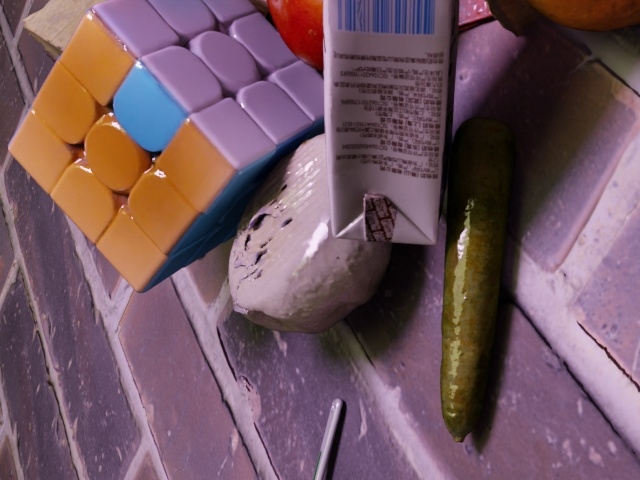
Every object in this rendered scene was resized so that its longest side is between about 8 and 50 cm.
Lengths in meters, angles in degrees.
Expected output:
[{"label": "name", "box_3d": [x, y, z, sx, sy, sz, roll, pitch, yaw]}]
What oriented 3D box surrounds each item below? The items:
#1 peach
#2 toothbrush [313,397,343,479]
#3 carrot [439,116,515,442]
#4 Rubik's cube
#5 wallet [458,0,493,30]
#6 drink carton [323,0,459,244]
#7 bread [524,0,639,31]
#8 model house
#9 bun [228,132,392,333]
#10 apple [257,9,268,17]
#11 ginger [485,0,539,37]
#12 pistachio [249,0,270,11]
[{"label": "peach", "box_3d": [0.029, -0.314, 1.449, 0.243, 0.243, 0.199, -9, 57, 57]}, {"label": "toothbrush", "box_3d": [-0.006, 0.352, 1.483, 0.030, 0.030, 0.304, 6, 83, 59]}, {"label": "carrot", "box_3d": [0.165, 0.041, 1.265, 0.074, 0.074, 0.358, -5, 77, 58]}, {"label": "Rubik's cube", "box_3d": [-0.197, -0.158, 1.598, 0.291, 0.290, 0.291, 47, 128, 6]}, {"label": "wallet", "box_3d": [0.191, -0.355, 1.406, 0.103, 0.020, 0.196, -12, 69, 55]}, {"label": "drink carton", "box_3d": [0.079, -0.181, 1.231, 0.194, 0.132, 0.324, -73, -16, -52]}, {"label": "bread", "box_3d": [0.314, -0.350, 1.026, 0.388, 0.236, 0.183, 130, 156, -50]}, {"label": "model house", "box_3d": [-0.333, -0.373, 2.112, 0.321, 0.261, 0.266, 34, 84, 40]}, {"label": "bun", "box_3d": [-0.002, -0.001, 1.467, 0.273, 0.168, 0.273, -38, 38, 38]}, {"label": "apple", "box_3d": [-0.199, -0.442, 1.831, 0.233, 0.286, 0.286, -102, 32, -69]}, {"label": "ginger", "box_3d": [0.192, -0.394, 1.313, 0.190, 0.126, 0.354, -10, 75, 21]}, {"label": "pistachio", "box_3d": [-0.026, -0.458, 1.641, 0.299, 0.187, 0.187, -55, 37, 20]}]
